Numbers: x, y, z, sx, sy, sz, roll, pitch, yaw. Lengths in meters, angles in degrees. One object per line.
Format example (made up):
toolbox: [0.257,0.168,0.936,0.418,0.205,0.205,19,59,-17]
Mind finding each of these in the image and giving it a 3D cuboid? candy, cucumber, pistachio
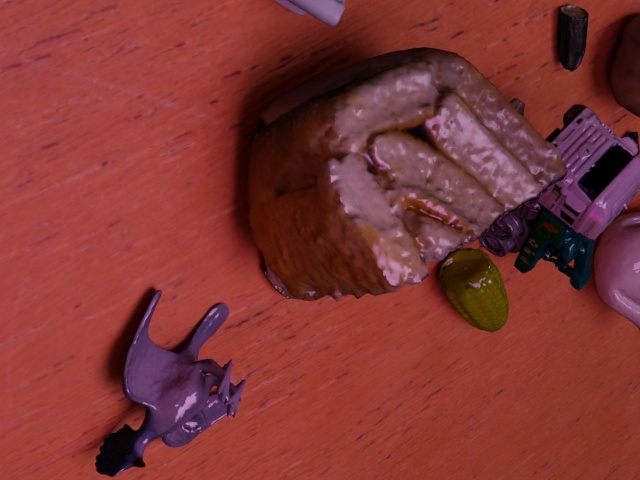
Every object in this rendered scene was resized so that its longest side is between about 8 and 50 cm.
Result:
candy: [0.260,0.093,1.911,0.096,0.097,0.209,-53,144,-12]
cucumber: [0.404,-0.322,1.877,0.048,0.048,0.105,-29,131,-33]
pistachio: [0.595,-0.296,2.015,0.166,0.197,0.288,-34,167,34]

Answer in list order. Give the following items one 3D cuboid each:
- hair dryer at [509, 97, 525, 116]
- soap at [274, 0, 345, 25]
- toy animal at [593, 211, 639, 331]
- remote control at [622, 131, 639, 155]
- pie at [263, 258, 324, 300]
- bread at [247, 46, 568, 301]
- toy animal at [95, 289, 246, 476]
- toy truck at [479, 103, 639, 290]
hair dryer: [0.259,-0.145,1.732,0.206,0.075,0.237,-61,174,-10]
soap: [-0.056,-0.373,1.346,0.265,0.088,0.159,20,94,-49]
toy animal: [0.620,0.061,2.198,0.265,0.206,0.271,13,85,-39]
remote control: [0.499,-0.101,2.104,0.245,0.025,0.063,-45,137,-21]
pie: [0.000,0.000,1.626,0.195,0.046,0.195,-24,127,-36]
bread: [0.102,-0.114,1.492,0.395,0.239,0.264,-32,99,-30]
toy animal: [-0.191,0.187,1.506,0.239,0.176,0.255,68,25,-44]
toy truck: [0.383,-0.054,1.836,0.176,0.178,0.363,-45,163,-19]
